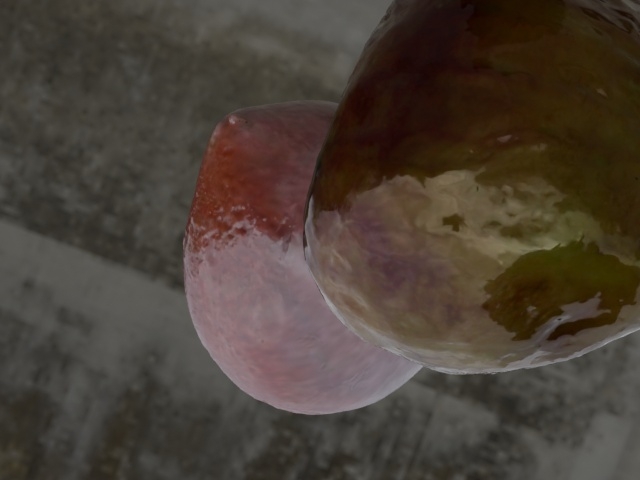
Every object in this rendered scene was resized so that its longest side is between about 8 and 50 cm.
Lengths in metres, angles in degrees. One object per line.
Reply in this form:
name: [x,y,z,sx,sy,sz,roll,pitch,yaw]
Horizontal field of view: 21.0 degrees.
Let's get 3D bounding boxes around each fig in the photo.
fig: [0.128,0.002,0.760,0.290,0.190,0.190,33,179,-15]

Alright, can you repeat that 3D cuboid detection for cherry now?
cherry: [0.006,0.008,1.308,0.206,0.239,0.239,43,-168,24]
